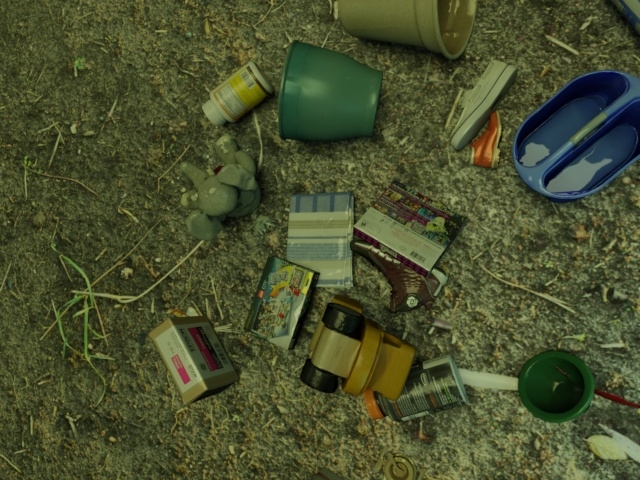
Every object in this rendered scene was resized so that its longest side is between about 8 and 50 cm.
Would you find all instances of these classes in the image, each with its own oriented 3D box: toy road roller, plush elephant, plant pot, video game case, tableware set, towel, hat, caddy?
[{"bbox_3d":[0.097,0.280,1.236,0.241,0.329,0.202,21,91,2],"label":"toy road roller"},{"bbox_3d":[-0.300,-0.146,1.428,0.330,0.255,0.271,43,97,18],"label":"plush elephant"},{"bbox_3d":[0.036,-0.397,1.360,0.256,0.271,0.271,10,87,3],"label":"plant pot"},{"bbox_3d":[0.227,-0.664,1.310,0.306,0.334,0.333,13,88,31],"label":"plant pot"},{"bbox_3d":[0.238,-0.038,1.299,0.232,0.041,0.210,31,60,19],"label":"video game case"},{"bbox_3d":[0.184,0.660,1.292,0.128,0.039,0.194,25,92,19],"label":"tableware set"},{"bbox_3d":[0.000,0.000,1.433,0.210,0.034,0.284,-1,81,20],"label":"towel"},{"bbox_3d":[0.621,0.388,1.190,0.172,0.184,0.208,-57,30,-2],"label":"hat"},{"bbox_3d":[0.631,-0.245,1.178,0.341,0.179,0.241,-42,72,10],"label":"caddy"}]

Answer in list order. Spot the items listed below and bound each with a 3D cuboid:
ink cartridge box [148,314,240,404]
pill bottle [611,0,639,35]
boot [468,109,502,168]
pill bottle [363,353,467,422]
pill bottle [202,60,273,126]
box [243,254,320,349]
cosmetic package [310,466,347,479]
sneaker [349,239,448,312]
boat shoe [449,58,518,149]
[{"bbox_3d":[-0.363,0.339,1.426,0.088,0.193,0.234,-36,75,11],"label":"ink cartridge box"},{"bbox_3d":[0.795,-0.618,1.181,0.152,0.152,0.271,-31,76,12],"label":"pill bottle"},{"bbox_3d":[0.444,-0.273,1.307,0.085,0.059,0.157,8,87,24],"label":"boot"},{"bbox_3d":[0.238,0.388,1.257,0.246,0.130,0.130,-21,78,14],"label":"pill bottle"},{"bbox_3d":[-0.261,-0.451,1.524,0.215,0.117,0.117,-33,75,12],"label":"pill bottle"},{"bbox_3d":[-0.113,0.176,1.406,0.159,0.044,0.232,19,90,26],"label":"box"},{"bbox_3d":[-0.016,0.706,1.218,0.129,0.296,0.153,25,90,20],"label":"cosmetic package"},{"bbox_3d":[0.187,0.108,1.323,0.282,0.106,0.162,22,94,18],"label":"sneaker"},{"bbox_3d":[0.417,-0.368,1.307,0.088,0.096,0.267,36,94,22],"label":"boat shoe"}]
